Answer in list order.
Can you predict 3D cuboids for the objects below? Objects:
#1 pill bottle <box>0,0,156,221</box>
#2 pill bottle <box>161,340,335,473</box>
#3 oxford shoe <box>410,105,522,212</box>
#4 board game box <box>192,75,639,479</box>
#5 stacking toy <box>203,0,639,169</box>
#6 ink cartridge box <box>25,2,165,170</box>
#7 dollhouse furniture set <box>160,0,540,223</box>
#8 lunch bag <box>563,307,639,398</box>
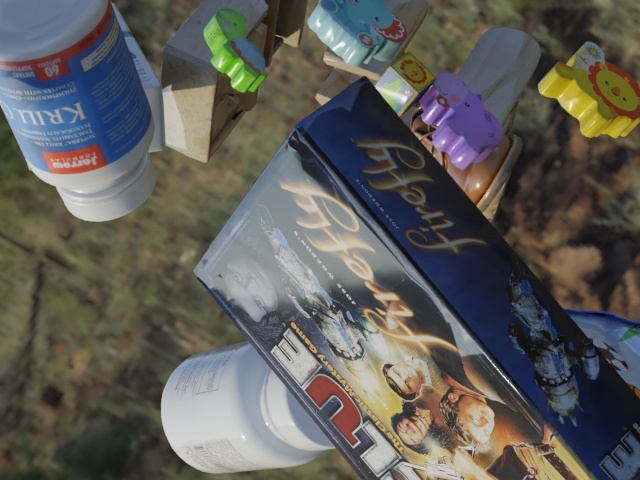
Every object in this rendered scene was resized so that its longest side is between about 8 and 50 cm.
[{"bbox_3d":[-0.219,-0.124,1.370,0.124,0.221,0.124,-9,45,9],"label":"pill bottle"},{"bbox_3d":[-0.052,0.162,1.534,0.229,0.131,0.131,-17,44,55],"label":"pill bottle"},{"bbox_3d":[0.112,-0.073,1.279,0.076,0.076,0.212,-58,13,6],"label":"oxford shoe"},{"bbox_3d":[0.056,0.068,0.645,0.042,0.243,0.165,-37,-6,-28],"label":"board game box"},{"bbox_3d":[0.048,-0.096,0.850,0.052,0.221,0.167,-42,-4,-46],"label":"stacking toy"},{"bbox_3d":[-0.272,-0.174,1.704,0.208,0.153,0.086,-123,27,-49],"label":"ink cartridge box"},{"bbox_3d":[0.047,-0.164,1.785,0.256,0.394,0.362,-57,-13,-36],"label":"dollhouse furniture set"},{"bbox_3d":[0.255,0.241,1.352,0.239,0.328,0.385,123,149,-54],"label":"lunch bag"}]
